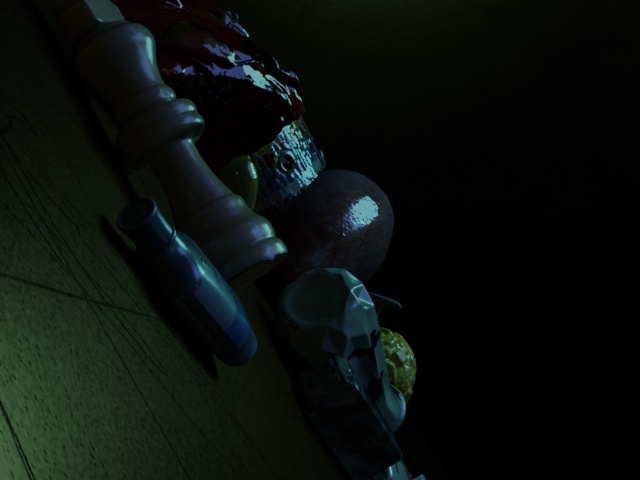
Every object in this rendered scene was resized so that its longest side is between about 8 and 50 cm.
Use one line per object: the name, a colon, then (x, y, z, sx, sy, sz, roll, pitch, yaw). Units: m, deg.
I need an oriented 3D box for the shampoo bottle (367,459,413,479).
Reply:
shampoo bottle: (0.123, 0.407, 1.778, 0.284, 0.071, 0.153, 56, 6, -41)

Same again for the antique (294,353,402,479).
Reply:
antique: (0.039, 0.258, 1.609, 0.183, 0.086, 0.088, 59, 2, -33)

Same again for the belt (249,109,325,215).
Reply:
belt: (-0.103, -0.138, 1.884, 0.150, 0.207, 0.257, 62, 10, -16)

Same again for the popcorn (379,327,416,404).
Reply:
popcorn: (0.094, 0.243, 2.041, 0.180, 0.180, 0.170, 62, 4, 21)

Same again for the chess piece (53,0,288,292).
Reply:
chess piece: (-0.182, -0.124, 1.236, 0.397, 0.117, 0.117, 60, 2, 7)

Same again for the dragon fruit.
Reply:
dragon fruit: (-0.198, -0.290, 1.482, 0.329, 0.228, 0.286, 64, 6, 29)

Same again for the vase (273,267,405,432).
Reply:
vase: (0.042, 0.195, 1.793, 0.165, 0.165, 0.360, 63, -1, 41)

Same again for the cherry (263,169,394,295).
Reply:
cherry: (0.000, 0.000, 1.950, 0.221, 0.261, 0.307, 42, 27, 7)

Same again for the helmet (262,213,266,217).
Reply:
helmet: (-0.081, -0.025, 2.252, 0.177, 0.107, 0.153, 42, 1, 15)

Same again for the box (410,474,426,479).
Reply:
box: (0.161, 0.465, 1.373, 0.274, 0.116, 0.203, 60, 3, -15)

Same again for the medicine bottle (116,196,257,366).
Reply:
medicine bottle: (-0.129, 0.040, 1.084, 0.208, 0.053, 0.090, 58, 3, -42)

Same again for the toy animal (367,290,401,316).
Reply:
toy animal: (0.075, 0.190, 2.354, 0.255, 0.239, 0.176, 21, 38, 0)

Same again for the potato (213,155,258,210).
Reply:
potato: (-0.161, -0.112, 1.690, 0.188, 0.105, 0.085, 48, 17, 19)
